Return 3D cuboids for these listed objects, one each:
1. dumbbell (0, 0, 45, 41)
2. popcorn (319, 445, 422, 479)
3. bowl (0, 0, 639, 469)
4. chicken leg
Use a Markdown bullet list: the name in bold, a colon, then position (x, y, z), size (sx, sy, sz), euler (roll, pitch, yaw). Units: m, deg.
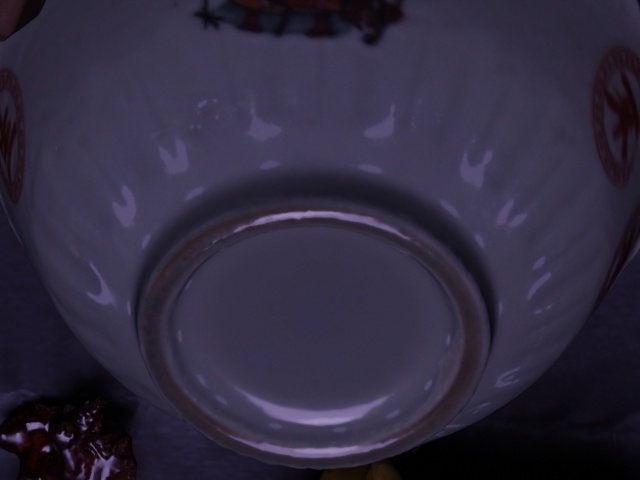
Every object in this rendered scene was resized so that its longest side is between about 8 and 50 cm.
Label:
- **dumbbell**: position (-0.115, -0.190, 0.646), size (0.092, 0.082, 0.231), euler (37, 114, 23)
- **popcorn**: position (0.091, 0.217, 0.892), size (0.250, 0.190, 0.250), euler (25, 162, 9)
- **bowl**: position (0.000, 0.000, 0.765), size (0.337, 0.157, 0.337), euler (1, 127, 2)
- **chicken leg**: position (-0.157, 0.161, 0.955), size (0.089, 0.048, 0.219), euler (32, 129, 8)
